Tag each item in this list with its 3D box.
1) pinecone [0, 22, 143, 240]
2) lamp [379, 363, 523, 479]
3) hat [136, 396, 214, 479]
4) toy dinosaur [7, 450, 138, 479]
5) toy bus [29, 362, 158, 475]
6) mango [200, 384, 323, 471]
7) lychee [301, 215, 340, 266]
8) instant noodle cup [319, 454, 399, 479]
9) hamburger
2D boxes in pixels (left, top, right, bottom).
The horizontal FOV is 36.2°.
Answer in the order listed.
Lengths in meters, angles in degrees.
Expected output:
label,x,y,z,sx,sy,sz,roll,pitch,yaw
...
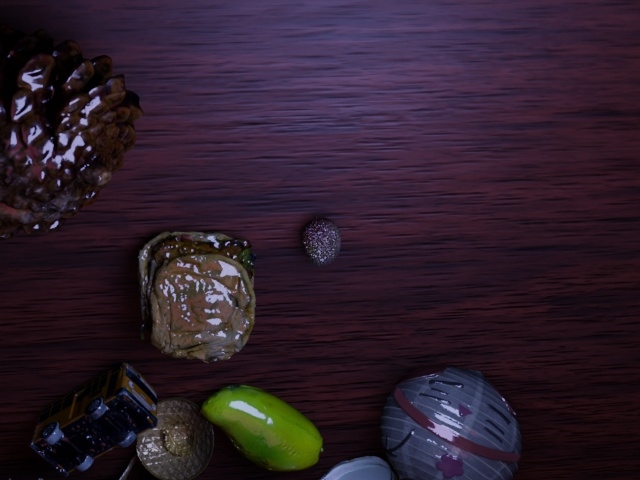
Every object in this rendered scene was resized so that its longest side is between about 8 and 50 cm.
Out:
label,x,y,z,sx,sy,sz,roll,pitch,yaw
pinecone,-0.403,-0.148,1.295,0.296,0.242,0.298,22,116,-10
lamp,0.223,0.325,1.670,0.265,0.233,0.233,26,113,-7
hat,-0.242,0.346,1.707,0.146,0.067,0.145,-2,83,14
toy dinosaur,-0.491,0.426,1.706,0.327,0.112,0.206,-16,147,13
toy bus,-0.368,0.293,1.624,0.201,0.114,0.098,-30,119,15
mango,-0.103,0.324,1.683,0.233,0.111,0.125,27,108,-20
lychee,0.000,0.000,1.536,0.068,0.083,0.067,-22,165,33
instant noodle cup,0.087,0.515,1.766,0.230,0.230,0.182,-27,110,7
hamburger,-0.196,0.084,1.540,0.183,0.130,0.206,1,101,-10
